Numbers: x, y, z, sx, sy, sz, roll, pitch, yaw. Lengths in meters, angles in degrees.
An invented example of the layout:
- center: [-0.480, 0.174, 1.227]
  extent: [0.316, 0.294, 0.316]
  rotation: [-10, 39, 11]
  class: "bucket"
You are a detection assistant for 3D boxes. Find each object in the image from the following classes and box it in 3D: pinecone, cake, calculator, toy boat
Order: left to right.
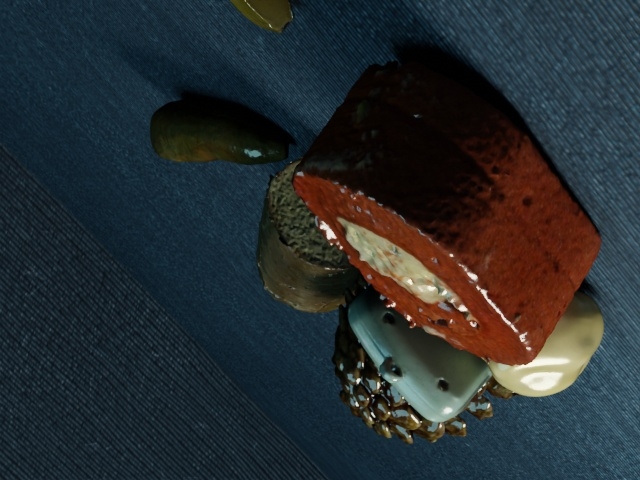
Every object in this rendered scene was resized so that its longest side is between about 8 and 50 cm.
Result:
- center: [-0.071, -0.230, 1.619]
  extent: [0.049, 0.047, 0.149]
  rotation: [31, 164, 43]
  class: "toy boat"
- center: [0.113, 0.109, 1.925]
  extent: [0.184, 0.205, 0.179]
  rotation: [64, -170, -66]
  class: "pinecone"
- center: [0.113, 0.072, 1.755]
  extent: [0.045, 0.246, 0.141]
  rotation: [-39, 92, 35]
  class: "calculator"
- center: [0.113, -0.019, 1.564]
  extent: [0.177, 0.151, 0.283]
  rotation: [14, 152, 41]
  class: "cake"

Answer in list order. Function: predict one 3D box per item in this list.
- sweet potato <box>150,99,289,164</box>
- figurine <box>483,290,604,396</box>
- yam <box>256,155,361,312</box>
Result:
- center: [-0.121, -0.119, 2.126]
  extent: [0.075, 0.075, 0.273]
  rotation: [48, 162, -25]
  class: "sweet potato"
- center: [0.165, 0.054, 1.724]
  extent: [0.196, 0.108, 0.114]
  rotation: [46, -158, 23]
  class: "figurine"
- center: [-0.002, 0.001, 2.018]
  extent: [0.128, 0.129, 0.238]
  rotation: [0, 164, -4]
  class: "yam"
